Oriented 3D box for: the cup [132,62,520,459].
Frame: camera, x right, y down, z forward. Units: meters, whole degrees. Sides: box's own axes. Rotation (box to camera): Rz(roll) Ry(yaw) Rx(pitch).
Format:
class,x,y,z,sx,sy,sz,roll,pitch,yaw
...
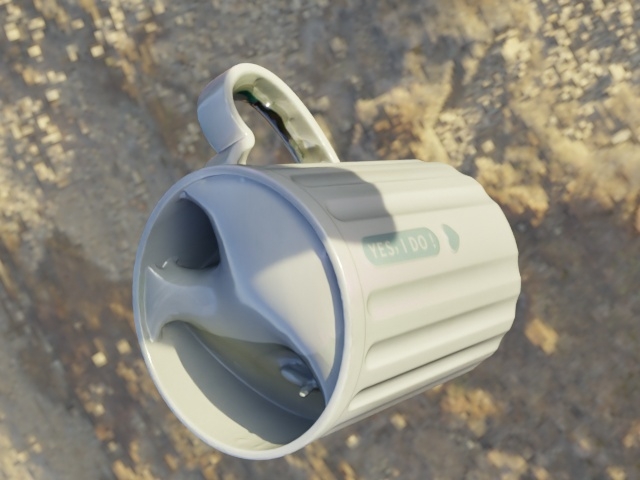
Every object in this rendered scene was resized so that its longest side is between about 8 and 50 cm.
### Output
class,x,y,z,sx,sy,sz,roll,pitch,yaw
cup,0.012,0.004,0.876,0.167,0.202,0.221,8,101,38
